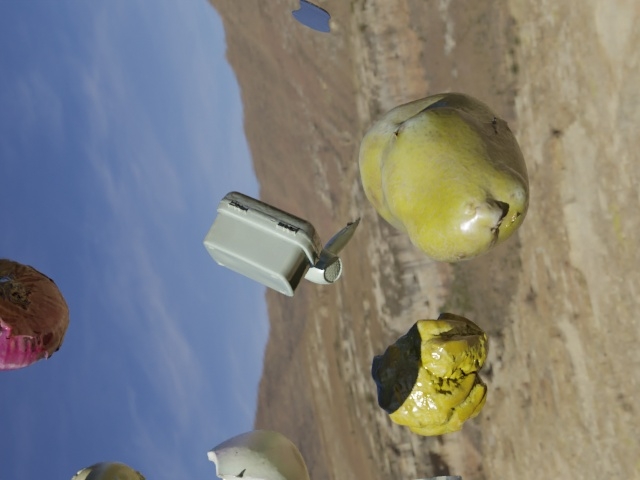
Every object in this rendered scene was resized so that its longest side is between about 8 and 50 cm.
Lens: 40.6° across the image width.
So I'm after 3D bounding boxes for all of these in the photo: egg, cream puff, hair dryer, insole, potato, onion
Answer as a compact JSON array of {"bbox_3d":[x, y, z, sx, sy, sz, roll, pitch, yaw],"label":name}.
[{"bbox_3d":[-0.118,0.485,1.792,0.271,0.207,0.161,83,-172,-46],"label":"egg"},{"bbox_3d":[0.308,0.339,2.184,0.270,0.323,0.274,-48,61,43],"label":"cream puff"},{"bbox_3d":[0.000,0.000,1.908,0.237,0.206,0.075,-36,-49,-39],"label":"hair dryer"},{"bbox_3d":[-0.014,-0.434,1.686,0.005,0.086,0.253,-64,7,4],"label":"insole"},{"bbox_3d":[0.181,-0.085,1.218,0.351,0.218,0.202,-118,26,-62],"label":"potato"},{"bbox_3d":[-0.407,0.498,1.636,0.201,0.164,0.164,115,151,-52],"label":"egg"},{"bbox_3d":[-0.811,0.209,2.157,0.347,0.348,0.285,-100,29,-57],"label":"onion"}]

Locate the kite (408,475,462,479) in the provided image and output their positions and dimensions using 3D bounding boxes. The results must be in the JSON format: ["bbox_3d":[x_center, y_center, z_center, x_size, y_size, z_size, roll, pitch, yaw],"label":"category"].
[{"bbox_3d":[0.106,0.481,1.480,0.015,0.310,0.169,86,-177,-49],"label":"kite"}]

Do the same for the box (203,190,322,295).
[{"bbox_3d":[-0.112,0.006,1.680,0.129,0.210,0.148,-61,-19,-17],"label":"box"}]
